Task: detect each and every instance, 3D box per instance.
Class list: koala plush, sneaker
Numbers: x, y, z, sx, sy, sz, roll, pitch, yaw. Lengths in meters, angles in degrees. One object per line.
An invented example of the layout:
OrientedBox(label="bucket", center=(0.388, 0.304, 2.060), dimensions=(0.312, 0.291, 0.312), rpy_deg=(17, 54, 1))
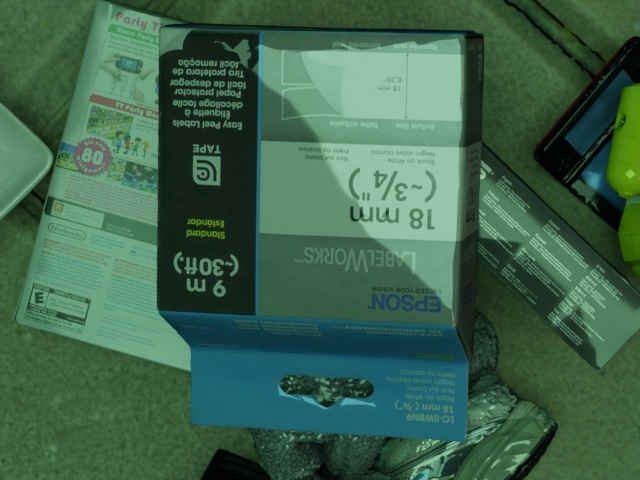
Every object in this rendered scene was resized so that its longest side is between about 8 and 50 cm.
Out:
OrientedBox(label="koala plush", center=(0.058, 0.119, 1.618), dimensions=(0.221, 0.203, 0.196), rpy_deg=(-23, 56, 23))
OrientedBox(label="sneaker", center=(0.086, 0.236, 1.737), dimensions=(0.122, 0.110, 0.283), rpy_deg=(44, 93, 17))

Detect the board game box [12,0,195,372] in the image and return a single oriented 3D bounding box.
OrientedBox(label="board game box", center=(-0.131, -0.045, 1.719), dimensions=(0.224, 0.097, 0.303), rpy_deg=(16, 96, 1))

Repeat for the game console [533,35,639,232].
OrientedBox(label="game console", center=(0.280, -0.093, 1.700), dimensions=(0.085, 0.124, 0.144), rpy_deg=(42, 95, 26))

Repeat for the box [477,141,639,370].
OrientedBox(label="box", center=(0.145, -0.030, 1.631), dimensions=(0.307, 0.242, 0.076), rpy_deg=(43, 95, 0))

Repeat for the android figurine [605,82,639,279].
OrientedBox(label="android figurine", center=(0.357, -0.048, 1.663), dimensions=(0.248, 0.056, 0.273), rpy_deg=(20, 77, -22))

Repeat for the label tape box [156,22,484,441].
OrientedBox(label="label tape box", center=(0.000, 0.000, 1.474), dimensions=(0.240, 0.106, 0.334), rpy_deg=(2, 98, 11))

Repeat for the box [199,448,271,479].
OrientedBox(label="box", center=(-0.087, 0.289, 1.708), dimensions=(0.093, 0.158, 0.156), rpy_deg=(21, 95, 2))

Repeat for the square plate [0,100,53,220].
OrientedBox(label="square plate", center=(-0.472, -0.070, 1.744), dimensions=(0.344, 0.049, 0.347), rpy_deg=(45, 95, 7))
